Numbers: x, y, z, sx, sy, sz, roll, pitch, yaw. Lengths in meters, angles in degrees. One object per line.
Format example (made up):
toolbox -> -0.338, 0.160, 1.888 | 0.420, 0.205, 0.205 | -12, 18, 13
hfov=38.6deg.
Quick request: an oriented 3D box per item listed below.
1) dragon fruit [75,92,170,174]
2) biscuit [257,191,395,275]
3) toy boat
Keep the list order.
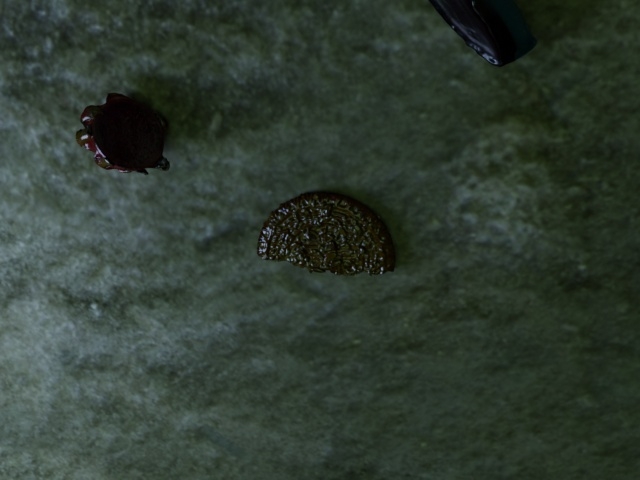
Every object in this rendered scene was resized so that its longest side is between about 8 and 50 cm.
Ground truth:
dragon fruit -> -0.280, -0.146, 1.290 | 0.126, 0.068, 0.112 | 8, 77, -28
biscuit -> 0.007, -0.010, 1.321 | 0.206, 0.025, 0.126 | 5, 114, 9
toy boat -> 0.190, -0.315, 1.118 | 0.223, 0.100, 0.097 | 45, 78, -19
